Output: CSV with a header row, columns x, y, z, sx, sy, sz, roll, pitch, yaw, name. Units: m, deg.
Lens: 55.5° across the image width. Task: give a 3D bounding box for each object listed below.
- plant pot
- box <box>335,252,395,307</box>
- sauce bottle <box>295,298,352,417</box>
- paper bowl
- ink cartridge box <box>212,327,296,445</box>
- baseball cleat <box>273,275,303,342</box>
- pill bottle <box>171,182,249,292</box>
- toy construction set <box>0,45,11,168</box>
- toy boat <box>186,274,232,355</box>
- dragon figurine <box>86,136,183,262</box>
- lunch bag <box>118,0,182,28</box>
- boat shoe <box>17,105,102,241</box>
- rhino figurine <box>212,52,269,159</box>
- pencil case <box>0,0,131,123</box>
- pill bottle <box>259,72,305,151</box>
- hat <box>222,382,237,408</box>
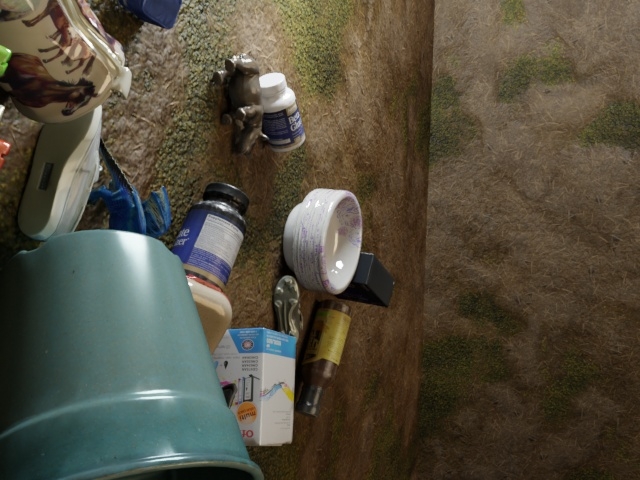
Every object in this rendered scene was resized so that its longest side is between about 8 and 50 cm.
x,y,z,sx,sy,sz,roll,pitch,yaw,name
-0.278,0.188,0.783,0.341,0.341,0.334,53,15,-58,plant pot
0.106,0.116,1.889,0.261,0.185,0.103,45,54,-60,box
0.005,0.347,1.806,0.111,0.112,0.344,58,43,-55,sauce bottle
0.000,0.000,1.664,0.284,0.148,0.284,6,90,-67,paper bowl
-0.163,0.314,1.294,0.168,0.171,0.232,37,50,-65,ink cartridge box
-0.084,0.181,1.638,0.109,0.072,0.205,-56,151,-71,baseball cleat
-0.218,0.001,1.198,0.122,0.123,0.219,59,43,-54,pill bottle
-0.415,-0.193,0.539,0.328,0.151,0.215,38,14,-30,toy construction set
-0.274,0.162,1.104,0.151,0.151,0.231,31,91,-30,toy boat
-0.298,-0.043,0.979,0.085,0.144,0.288,-27,120,-63,dragon figurine
-0.288,-0.403,1.013,0.067,0.065,0.098,-68,157,2,lunch bag
-0.370,-0.105,0.898,0.081,0.079,0.227,41,64,-70,boat shoe
-0.162,-0.287,1.319,0.106,0.073,0.243,-49,140,-48,rhino figurine
-0.376,-0.324,0.687,0.410,0.184,0.159,67,36,-49,pencil case
-0.098,-0.302,1.432,0.094,0.094,0.169,-62,148,-40,pill bottle
-0.273,0.347,0.987,0.134,0.331,0.331,37,50,-13,hat
